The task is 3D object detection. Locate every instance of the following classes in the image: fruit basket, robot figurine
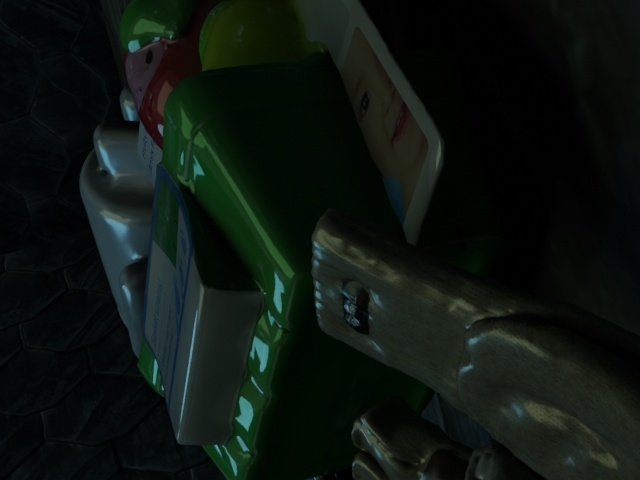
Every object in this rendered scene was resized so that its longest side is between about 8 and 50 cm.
[{"bbox_3d":[-0.055,-0.049,0.612,0.353,0.165,0.327,56,148,32],"label":"fruit basket"},{"bbox_3d":[-0.148,-0.006,1.195,0.300,0.200,0.353,-64,-25,-45],"label":"robot figurine"}]

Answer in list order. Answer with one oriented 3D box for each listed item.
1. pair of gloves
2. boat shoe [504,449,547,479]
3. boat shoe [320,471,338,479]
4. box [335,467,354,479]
[{"bbox_3d":[0.092,0.099,0.438,0.204,0.042,0.240,28,147,31],"label":"pair of gloves"},{"bbox_3d":[0.117,0.176,0.578,0.049,0.056,0.152,-151,44,-66],"label":"boat shoe"},{"bbox_3d":[-0.019,0.076,0.899,0.123,0.123,0.342,-146,39,-72],"label":"boat shoe"},{"bbox_3d":[0.101,0.254,0.648,0.231,0.056,0.183,63,-176,39],"label":"box"}]
